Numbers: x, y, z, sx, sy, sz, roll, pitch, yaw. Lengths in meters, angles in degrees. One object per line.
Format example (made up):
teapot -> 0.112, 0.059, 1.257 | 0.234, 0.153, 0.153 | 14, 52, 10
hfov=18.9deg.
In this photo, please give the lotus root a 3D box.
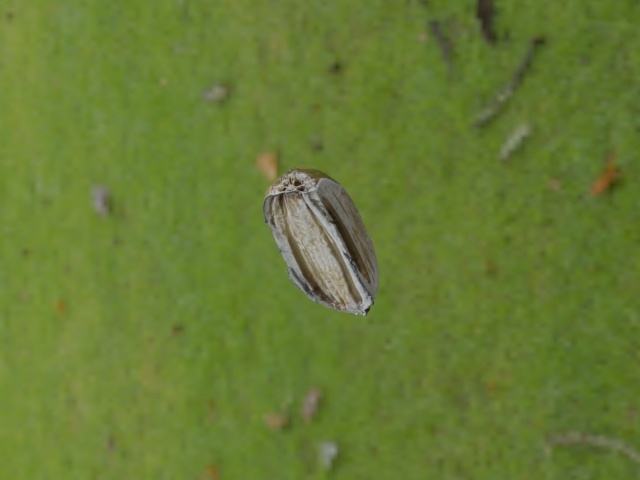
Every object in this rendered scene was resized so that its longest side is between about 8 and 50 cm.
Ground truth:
lotus root -> 0.001, -0.002, 0.911 | 0.037, 0.083, 0.030 | -7, 39, 27
